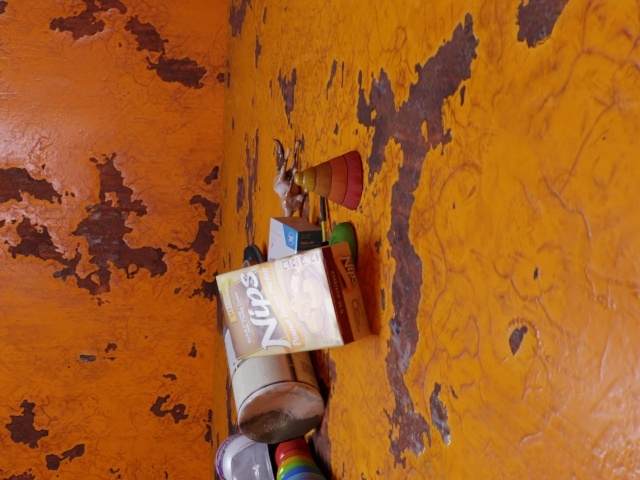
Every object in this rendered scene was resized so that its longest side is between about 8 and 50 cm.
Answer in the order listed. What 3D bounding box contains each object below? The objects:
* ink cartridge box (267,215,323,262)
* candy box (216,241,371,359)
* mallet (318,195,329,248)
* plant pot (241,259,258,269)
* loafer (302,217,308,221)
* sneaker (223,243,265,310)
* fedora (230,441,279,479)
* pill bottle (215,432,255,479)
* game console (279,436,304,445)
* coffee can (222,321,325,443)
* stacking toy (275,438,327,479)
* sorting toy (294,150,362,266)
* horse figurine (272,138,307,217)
[{"bbox_3d":[-0.064,0.070,1.741,0.134,0.077,0.231,27,116,54],"label":"ink cartridge box"},{"bbox_3d":[-0.061,0.124,1.431,0.316,0.087,0.183,-16,87,43],"label":"candy box"},{"bbox_3d":[0.006,-0.028,1.640,0.062,0.039,0.190,105,164,-51],"label":"mallet"},{"bbox_3d":[-0.169,0.177,2.137,0.237,0.109,0.238,-178,90,-74],"label":"plant pot"},{"bbox_3d":[-0.046,0.000,1.812,0.045,0.039,0.125,113,154,-54],"label":"loafer"},{"bbox_3d":[-0.246,0.180,2.371,0.125,0.139,0.341,151,120,-75],"label":"sneaker"},{"bbox_3d":[-0.157,0.604,1.877,0.275,0.124,0.244,56,-163,-82],"label":"fedora"},{"bbox_3d":[-0.215,0.660,2.175,0.301,0.169,0.170,136,133,-69],"label":"pill bottle"},{"bbox_3d":[-0.066,0.523,1.919,0.124,0.085,0.144,-39,45,31],"label":"game console"},{"bbox_3d":[-0.117,0.310,1.738,0.275,0.201,0.202,-110,25,-50],"label":"coffee can"},{"bbox_3d":[-0.047,0.539,1.643,0.330,0.141,0.141,-129,41,-75],"label":"stacking toy"},{"bbox_3d":[0.000,0.000,1.474,0.127,0.126,0.366,-140,53,-71],"label":"sorting toy"},{"bbox_3d":[-0.084,-0.151,1.918,0.263,0.066,0.175,-107,28,-43],"label":"horse figurine"}]
